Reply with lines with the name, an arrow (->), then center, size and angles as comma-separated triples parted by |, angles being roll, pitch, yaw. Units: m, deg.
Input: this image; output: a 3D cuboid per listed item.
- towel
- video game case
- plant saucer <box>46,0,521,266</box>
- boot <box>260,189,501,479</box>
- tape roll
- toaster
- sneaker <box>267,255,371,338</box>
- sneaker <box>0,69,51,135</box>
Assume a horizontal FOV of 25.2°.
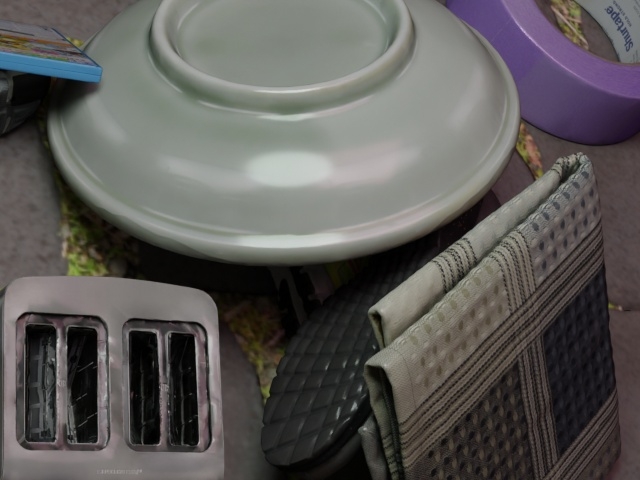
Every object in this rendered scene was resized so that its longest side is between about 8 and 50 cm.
towel -> 0.141, 0.134, 1.137 | 0.056, 0.312, 0.324 | 11, 35, 36
video game case -> -0.258, -0.162, 1.177 | 0.119, 0.015, 0.166 | 7, 15, -26
plant saucer -> -0.032, -0.144, 1.192 | 0.400, 0.101, 0.400 | -1, 40, 1
boot -> 0.103, 0.104, 1.180 | 0.223, 0.118, 0.338 | 52, 55, -29
tape roll -> 0.277, -0.241, 1.561 | 0.274, 0.090, 0.275 | 15, 53, -21
toaster -> -0.162, 0.111, 1.026 | 0.168, 0.110, 0.186 | 6, 70, -28
sneaker -> 0.000, 0.000, 1.246 | 0.094, 0.081, 0.209 | -6, 73, -33
sneaker -> -0.334, -0.129, 1.135 | 0.228, 0.086, 0.132 | -28, 73, -39
